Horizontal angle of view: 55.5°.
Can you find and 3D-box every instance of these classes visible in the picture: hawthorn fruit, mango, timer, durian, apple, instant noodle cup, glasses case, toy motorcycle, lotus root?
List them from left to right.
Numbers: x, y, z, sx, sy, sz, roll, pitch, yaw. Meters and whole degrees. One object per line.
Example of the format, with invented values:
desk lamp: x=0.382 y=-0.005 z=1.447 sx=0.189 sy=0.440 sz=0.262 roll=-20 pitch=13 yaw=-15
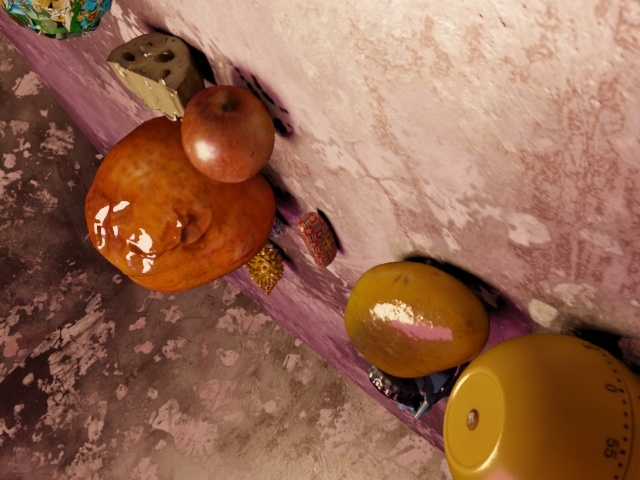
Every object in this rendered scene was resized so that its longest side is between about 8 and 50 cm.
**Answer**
instant noodle cup: x=-0.493 y=-0.521 z=1.139 sx=0.240 sy=0.240 sz=0.178 roll=47 pitch=155 yaw=-14
lotus root: x=-0.338 y=-0.357 z=1.319 sx=0.235 sy=0.138 sz=0.119 roll=34 pitch=167 yaw=28
hawthorn fruit: x=-0.358 y=-0.083 z=1.547 sx=0.472 sy=0.472 sz=0.472 roll=39 pitch=164 yaw=13
apple: x=-0.184 y=-0.216 z=1.217 sx=0.188 sy=0.188 sz=0.174 roll=39 pitch=153 yaw=15
glasses case: x=-0.189 y=-0.063 z=1.851 sx=0.087 sy=0.065 sz=0.248 roll=51 pitch=164 yaw=-31
durian: x=-0.213 y=0.048 z=2.102 sx=0.249 sy=0.183 sz=0.138 roll=42 pitch=128 yaw=16
glasses case: x=0.000 y=0.000 z=1.537 sx=0.049 sy=0.073 sz=0.194 roll=32 pitch=162 yaw=34
mango: x=0.192 y=0.166 z=1.250 sx=0.365 sy=0.182 sz=0.253 roll=-5 pitch=112 yaw=60
toy motorcycle: x=0.251 y=0.324 z=1.503 sx=0.232 sy=0.172 sz=0.416 roll=35 pitch=-168 yaw=11
timer: x=0.406 y=0.333 z=0.993 sx=0.387 sy=0.376 sz=0.376 roll=21 pitch=169 yaw=-14
